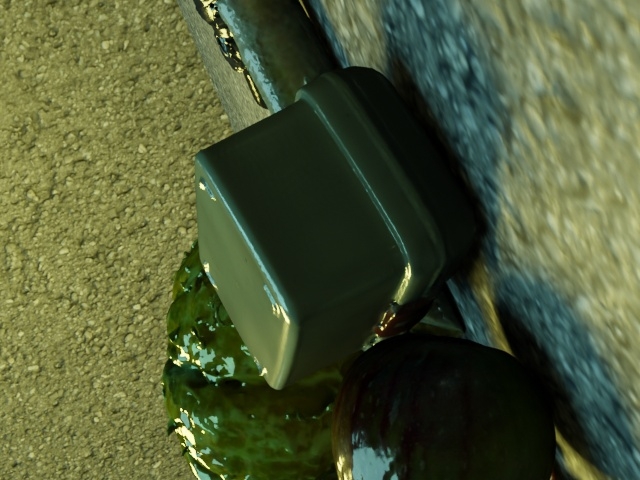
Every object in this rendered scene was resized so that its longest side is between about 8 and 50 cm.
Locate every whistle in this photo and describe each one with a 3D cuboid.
[{"bbox_3d":[0.013,-0.058,0.773,0.057,0.067,0.327,94,151,-86],"label":"whistle"}]

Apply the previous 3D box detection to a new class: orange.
[{"bbox_3d":[-0.017,0.091,0.895,0.300,0.223,0.301,-50,-40,-80],"label":"orange"}]

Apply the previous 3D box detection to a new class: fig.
[{"bbox_3d":[0.062,0.179,0.609,0.149,0.149,0.245,-138,54,-79],"label":"fig"}]

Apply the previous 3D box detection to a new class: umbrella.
[{"bbox_3d":[-0.087,-0.216,1.048,0.248,0.070,0.071,73,171,-54],"label":"umbrella"}]

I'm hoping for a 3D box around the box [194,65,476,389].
[{"bbox_3d":[0.000,0.000,0.630,0.148,0.129,0.210,59,165,16],"label":"box"}]

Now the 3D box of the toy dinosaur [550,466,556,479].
[{"bbox_3d":[0.139,0.190,0.686,0.288,0.070,0.117,60,164,9],"label":"toy dinosaur"}]
